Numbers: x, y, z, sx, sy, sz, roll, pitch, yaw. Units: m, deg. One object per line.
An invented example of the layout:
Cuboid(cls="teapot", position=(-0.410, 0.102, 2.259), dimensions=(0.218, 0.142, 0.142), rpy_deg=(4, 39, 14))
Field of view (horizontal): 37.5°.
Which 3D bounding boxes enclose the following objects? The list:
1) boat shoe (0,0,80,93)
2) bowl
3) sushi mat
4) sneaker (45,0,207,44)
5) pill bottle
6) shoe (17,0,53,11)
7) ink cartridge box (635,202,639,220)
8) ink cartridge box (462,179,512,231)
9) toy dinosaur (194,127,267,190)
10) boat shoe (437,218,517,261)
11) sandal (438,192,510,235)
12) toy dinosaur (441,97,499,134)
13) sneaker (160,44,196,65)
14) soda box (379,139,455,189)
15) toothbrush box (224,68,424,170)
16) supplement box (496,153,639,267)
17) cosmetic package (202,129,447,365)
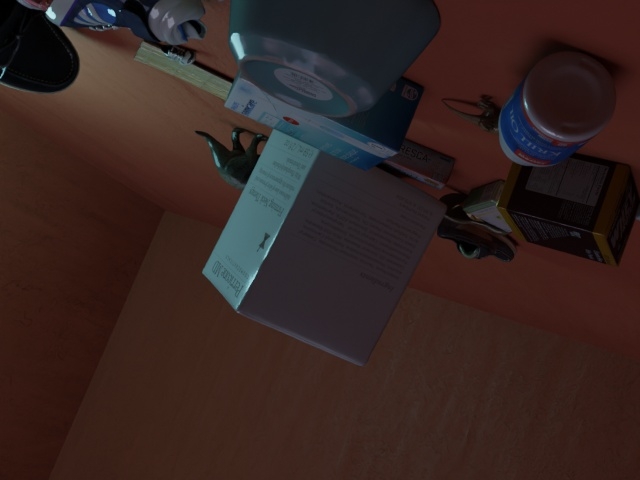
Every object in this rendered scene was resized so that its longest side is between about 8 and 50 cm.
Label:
Cuboid(cls="boat shoe", position=(-0.652, -0.441, 1.892), dimensions=(0.156, 0.186, 0.500), rpy_deg=(23, 168, 34))
Cuboid(cls="bowl", position=(-0.006, -0.284, 1.324), dimensions=(0.312, 0.163, 0.311), rpy_deg=(22, 171, 4))
Cuboid(cls="sushi mat", position=(-0.244, -0.341, 2.019), dimensions=(0.317, 0.019, 0.151), rpy_deg=(24, 170, -13))
Cuboid(cls="sneaker", position=(-0.313, -0.381, 1.576), dimensions=(0.236, 0.130, 0.323), rpy_deg=(30, 164, -20))
Cuboid(cls="pill bottle", position=(0.320, -0.172, 1.324), dimensions=(0.124, 0.124, 0.221), rpy_deg=(22, 171, 2))
Cuboid(cls="shoe", position=(-0.496, -0.460, 1.791), dimensions=(0.178, 0.063, 0.081), rpy_deg=(21, 171, -31))
Cuboid(cls="ink cartridge box", position=(0.604, -0.055, 1.505), dimensions=(0.127, 0.072, 0.175), rpy_deg=(22, 171, -2))
Cuboid(cls="ink cartridge box", position=(0.441, -0.049, 2.005), dimensions=(0.235, 0.056, 0.171), rpy_deg=(25, 170, -9))
Cuboid(cls="toy dinosaur", position=(-0.174, -0.182, 2.344), dimensions=(0.314, 0.160, 0.121), rpy_deg=(26, 170, -29))
Cuboid(cls="boat shoe", position=(0.378, 0.001, 2.323), dimensions=(0.103, 0.092, 0.285), rpy_deg=(12, 167, 47))
Cuboid(cls="sandal", position=(0.350, -0.065, 2.099), dimensions=(0.180, 0.072, 0.049), rpy_deg=(20, 156, 5))
Cuboid(cls="toy dinosaur", position=(0.274, -0.193, 1.543), dimensions=(0.183, 0.053, 0.092), rpy_deg=(20, 172, 13))
Cuboid(cls="sneaker", position=(-0.286, -0.373, 1.886), dimensions=(0.083, 0.031, 0.037), rpy_deg=(15, 169, 35))
Cuboid(cls="soda box", position=(0.177, -0.167, 1.918), dimensions=(0.183, 0.058, 0.063), rpy_deg=(23, 172, -1))
Cuboid(cls="toothbrush box", position=(-0.001, -0.249, 1.644), dimensions=(0.296, 0.126, 0.216), rpy_deg=(25, 171, -10))
Cuboid(cls="supplement box", position=(0.443, -0.062, 1.672), dimensions=(0.194, 0.129, 0.191), rpy_deg=(18, 170, 28))
Cuboid(cls="cosmetic package", position=(0.000, 0.000, 2.059), dimensions=(0.327, 0.393, 0.329), rpy_deg=(26, -177, -24))
